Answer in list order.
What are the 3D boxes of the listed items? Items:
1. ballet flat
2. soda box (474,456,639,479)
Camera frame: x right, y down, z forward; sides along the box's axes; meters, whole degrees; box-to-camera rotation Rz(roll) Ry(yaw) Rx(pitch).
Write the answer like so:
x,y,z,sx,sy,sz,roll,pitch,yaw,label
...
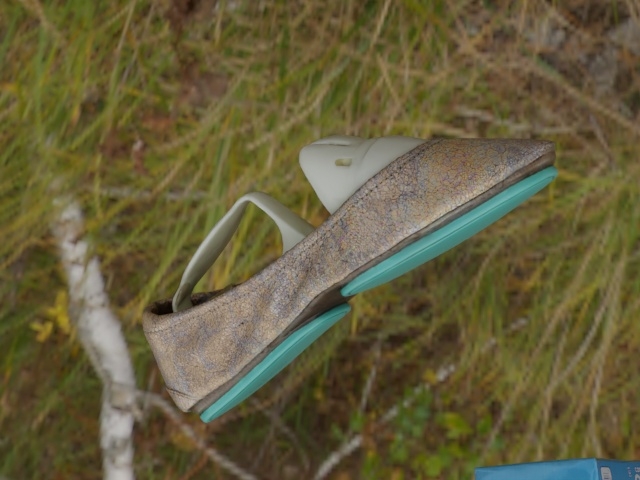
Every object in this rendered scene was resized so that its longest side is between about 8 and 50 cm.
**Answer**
x,y,z,sx,sy,sz,roll,pitch,yaw,label
0.000,0.000,0.960,0.316,0.107,0.106,-36,82,25,ballet flat
0.128,0.216,0.765,0.071,0.210,0.067,-10,166,33,soda box
